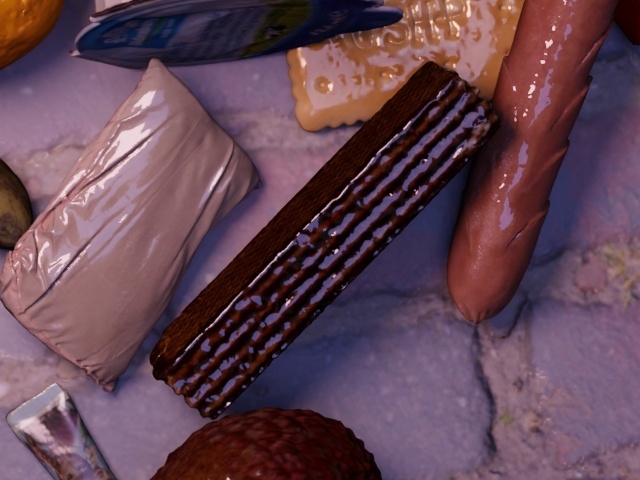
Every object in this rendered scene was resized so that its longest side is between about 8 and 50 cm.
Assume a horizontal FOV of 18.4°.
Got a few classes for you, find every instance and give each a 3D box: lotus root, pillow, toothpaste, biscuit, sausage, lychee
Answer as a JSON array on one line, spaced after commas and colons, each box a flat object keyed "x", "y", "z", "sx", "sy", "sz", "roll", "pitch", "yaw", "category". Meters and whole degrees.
[{"x": -0.325, "y": -0.057, "z": 1.750, "sx": 0.179, "sy": 0.089, "sz": 0.080, "roll": 35, "pitch": 107, "yaw": -19, "category": "lotus root"}, {"x": -0.168, "y": -0.010, "z": 1.777, "sx": 0.173, "sy": 0.067, "sz": 0.270, "roll": 38, "pitch": 88, "yaw": -31, "category": "pillow"}, {"x": -0.206, "y": 0.233, "z": 1.817, "sx": 0.062, "sy": 0.037, "sz": 0.216, "roll": -34, "pitch": 93, "yaw": -3, "category": "toothpaste"}, {"x": 0.000, "y": 0.000, "z": 1.776, "sx": 0.388, "sy": 0.107, "sz": 0.073, "roll": -45, "pitch": 105, "yaw": 2, "category": "biscuit"}, {"x": 0.200, "y": -0.129, "z": 1.796, "sx": 0.088, "sy": 0.088, "sz": 0.433, "roll": 16, "pitch": 103, "yaw": -9, "category": "sausage"}, {"x": 0.089, "y": -0.195, "z": 1.827, "sx": 0.249, "sy": 0.030, "sz": 0.160, "roll": -9, "pitch": 95, "yaw": -7, "category": "biscuit"}, {"x": -0.042, "y": 0.276, "z": 1.740, "sx": 0.260, "sy": 0.260, "sz": 0.260, "roll": -1, "pitch": 94, "yaw": -8, "category": "lychee"}]

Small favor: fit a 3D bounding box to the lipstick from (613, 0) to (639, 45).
[{"x": 0.232, "y": -0.308, "z": 1.821, "sx": 0.073, "sy": 0.073, "sz": 0.280, "roll": -41, "pitch": 99, "yaw": -3, "category": "lipstick"}]

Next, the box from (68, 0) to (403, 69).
[{"x": -0.079, "y": -0.278, "z": 1.703, "sx": 0.291, "sy": 0.262, "sz": 0.206, "roll": -7, "pitch": 84, "yaw": -14, "category": "box"}]

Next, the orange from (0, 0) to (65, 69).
[{"x": -0.321, "y": -0.244, "z": 1.686, "sx": 0.219, "sy": 0.193, "sz": 0.219, "roll": 3, "pitch": 103, "yaw": 13, "category": "orange"}]
